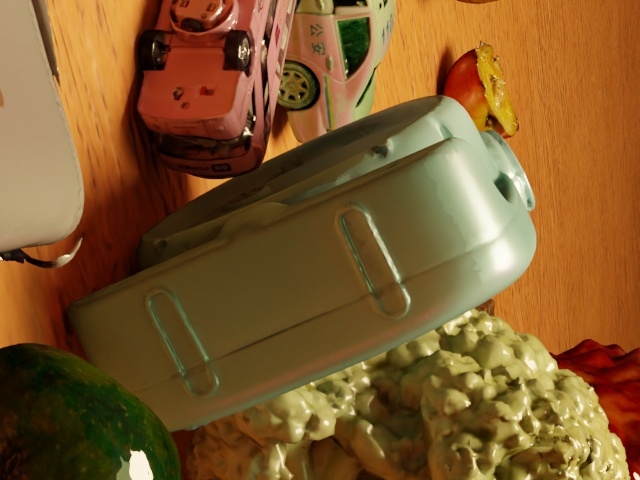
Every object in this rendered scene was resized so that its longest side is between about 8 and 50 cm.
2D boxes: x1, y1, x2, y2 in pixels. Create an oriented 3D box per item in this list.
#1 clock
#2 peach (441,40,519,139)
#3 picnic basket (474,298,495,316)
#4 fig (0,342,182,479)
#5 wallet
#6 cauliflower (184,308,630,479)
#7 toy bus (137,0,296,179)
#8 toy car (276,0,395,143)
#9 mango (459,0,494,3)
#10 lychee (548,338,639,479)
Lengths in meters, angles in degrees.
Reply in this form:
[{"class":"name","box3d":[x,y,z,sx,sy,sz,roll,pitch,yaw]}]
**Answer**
[{"class":"clock","box3d":[0.000,0.000,1.046,0.094,0.224,0.274,65,13,-10]},{"class":"peach","box3d":[0.140,-0.132,1.808,0.098,0.061,0.098,56,22,-36]},{"class":"picnic basket","box3d":[0.134,0.144,1.850,0.110,0.055,0.193,-34,123,-71]},{"class":"fig","box3d":[-0.124,0.134,0.816,0.117,0.117,0.177,64,43,-61]},{"class":"wallet","box3d":[-0.157,-0.066,0.705,0.231,0.069,0.170,-9,83,-78]},{"class":"cauliflower","box3d":[0.034,0.166,1.170,0.327,0.260,0.281,36,85,-43]},{"class":"toy bus","box3d":[-0.050,-0.132,1.099,0.090,0.063,0.203,71,26,-56]},{"class":"toy car","box3d":[0.004,-0.172,1.265,0.090,0.076,0.224,-63,152,-53]},{"class":"mango","box3d":[0.156,-0.307,1.713,0.156,0.151,0.248,121,-15,-45]},{"class":"lychee","box3d":[0.216,0.304,1.465,0.424,0.425,0.500,75,-12,-49]}]
